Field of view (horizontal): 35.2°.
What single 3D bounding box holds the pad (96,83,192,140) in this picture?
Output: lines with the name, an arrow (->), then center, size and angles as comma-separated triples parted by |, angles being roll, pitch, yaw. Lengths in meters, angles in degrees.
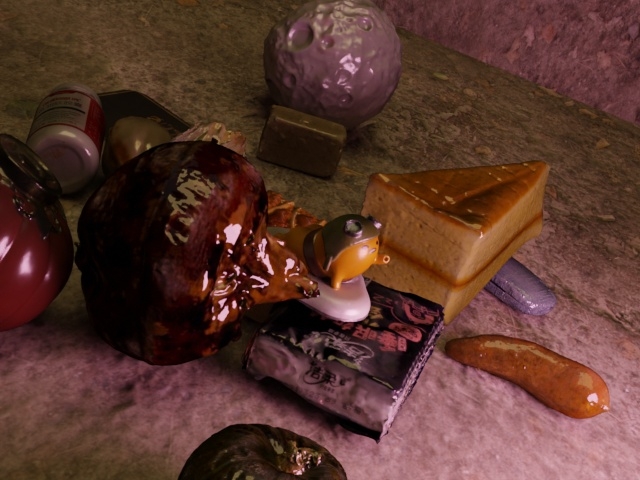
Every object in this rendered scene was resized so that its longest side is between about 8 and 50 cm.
pad -> -0.318, -0.248, 2.105 | 0.375, 0.063, 0.315 | 35, 30, 23

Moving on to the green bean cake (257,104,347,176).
green bean cake -> -0.041, -0.214, 2.189 | 0.179, 0.109, 0.085 | 18, 27, -9

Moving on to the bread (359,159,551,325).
bread -> 0.260, -0.044, 1.899 | 0.244, 0.233, 0.361 | 31, 40, 21

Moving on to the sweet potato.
sweet potato -> 0.356, 0.220, 1.720 | 0.291, 0.097, 0.097 | 21, 26, 18

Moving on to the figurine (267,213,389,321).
figurine -> 0.000, 0.000, 1.558 | 0.250, 0.141, 0.166 | 35, 30, 31

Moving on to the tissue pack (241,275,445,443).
tissue pack -> 0.042, 0.160, 1.571 | 0.244, 0.123, 0.332 | 21, 24, 12

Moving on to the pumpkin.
pumpkin -> -0.061, 0.306, 1.188 | 0.223, 0.157, 0.224 | 23, 16, -7

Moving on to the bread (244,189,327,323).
bread -> -0.094, 0.021, 1.729 | 0.184, 0.114, 0.274 | 28, 30, 14

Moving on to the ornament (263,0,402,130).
ornament -> 0.035, -0.415, 2.378 | 0.337, 0.337, 0.337 | 17, 28, -9

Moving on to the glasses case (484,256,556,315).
glasses case -> 0.351, 0.057, 2.026 | 0.109, 0.067, 0.282 | -9, 39, -47

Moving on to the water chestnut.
water chestnut -> -0.169, 0.027, 1.422 | 0.346, 0.335, 0.335 | 23, 27, 4

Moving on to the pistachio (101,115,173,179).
pistachio -> -0.334, -0.160, 1.851 | 0.143, 0.144, 0.215 | 17, 17, -9

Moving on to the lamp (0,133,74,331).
lamp -> -0.473, -0.016, 1.351 | 0.303, 0.257, 0.303 | 46, 8, -9

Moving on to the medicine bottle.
medicine bottle -> -0.459, -0.192, 1.828 | 0.131, 0.131, 0.250 | 13, 29, -15

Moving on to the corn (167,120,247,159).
corn -> -0.232, -0.095, 1.759 | 0.123, 0.122, 0.305 | 21, 48, 11
